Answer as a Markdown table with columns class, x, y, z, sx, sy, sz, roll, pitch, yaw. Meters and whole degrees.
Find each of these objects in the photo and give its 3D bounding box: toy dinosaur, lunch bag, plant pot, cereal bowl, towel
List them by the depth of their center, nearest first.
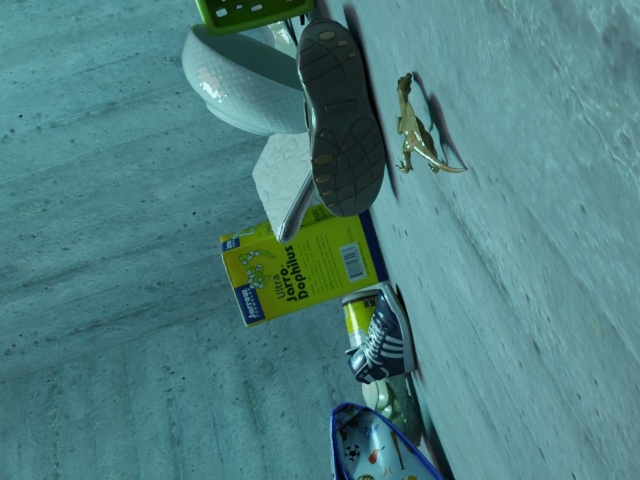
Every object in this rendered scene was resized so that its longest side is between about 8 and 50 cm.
| class | x | y | z | sx | sy | sz | roll | pitch | yaw |
| --- | --- | --- | --- | --- | --- | --- | --- | --- | --- |
| toy dinosaur | 0.116 | -0.118 | 1.028 | 0.093 | 0.053 | 0.183 | 78 | 174 | -53 |
| plant pot | -0.152 | -0.574 | 1.712 | 0.228 | 0.227 | 0.207 | 76 | -179 | -50 |
| cereal bowl | -0.138 | -0.316 | 1.806 | 0.141 | 0.339 | 0.339 | -64 | 22 | 20 |
| towel | -0.053 | -0.200 | 2.001 | 0.317 | 0.053 | 0.332 | -61 | 26 | 21 |
| lunch bag | 0.155 | 0.602 | 2.181 | 0.385 | 0.239 | 0.328 | 51 | 167 | 20 |

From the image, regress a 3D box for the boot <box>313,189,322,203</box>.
| class | x | y | z | sx | sy | sz | roll | pitch | yaw |
| --- | --- | --- | --- | --- | --- | --- | --- | --- | --- |
| boot | -0.014 | -0.153 | 2.378 | 0.208 | 0.076 | 0.189 | 29 | -164 | -4 |

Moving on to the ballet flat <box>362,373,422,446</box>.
| class | x | y | z | sx | sy | sz | roll | pitch | yaw |
| --- | --- | --- | --- | --- | --- | --- | --- | --- | --- |
| ballet flat | 0.172 | 0.439 | 2.340 | 0.147 | 0.147 | 0.409 | -113 | 6 | -60 |

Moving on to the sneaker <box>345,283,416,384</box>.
| class | x | y | z | sx | sy | sz | roll | pitch | yaw |
| --- | --- | --- | --- | --- | --- | --- | --- | --- | --- |
| sneaker | 0.128 | 0.228 | 1.989 | 0.099 | 0.153 | 0.282 | -112 | 5 | -47 |

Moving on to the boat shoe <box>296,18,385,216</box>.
| class | x | y | z | sx | sy | sz | roll | pitch | yaw |
| --- | --- | --- | --- | --- | --- | --- | --- | --- | --- |
| boat shoe | 0.037 | -0.211 | 1.480 | 0.130 | 0.132 | 0.355 | -94 | -2 | -59 |

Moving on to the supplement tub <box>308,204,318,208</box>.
| class | x | y | z | sx | sy | sz | roll | pitch | yaw |
| --- | --- | --- | --- | --- | --- | --- | --- | --- | --- |
| supplement tub | 0.000 | 0.000 | 2.650 | 0.316 | 0.193 | 0.194 | 86 | 166 | -82 |

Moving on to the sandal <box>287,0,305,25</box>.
| class | x | y | z | sx | sy | sz | roll | pitch | yaw |
| --- | --- | --- | --- | --- | --- | --- | --- | --- | --- |
| sandal | -0.072 | -0.568 | 1.939 | 0.067 | 0.040 | 0.179 | -119 | 11 | -75 |

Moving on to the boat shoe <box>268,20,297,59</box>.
| class | x | y | z | sx | sy | sz | roll | pitch | yaw |
| --- | --- | --- | --- | --- | --- | --- | --- | --- | --- |
| boat shoe | -0.092 | -0.566 | 2.396 | 0.065 | 0.075 | 0.206 | -51 | -49 | -39 |

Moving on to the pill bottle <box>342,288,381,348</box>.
| class | x | y | z | sx | sy | sz | roll | pitch | yaw |
| --- | --- | --- | --- | --- | --- | --- | --- | --- | --- |
| pill bottle | 0.130 | 0.236 | 2.166 | 0.117 | 0.117 | 0.215 | 85 | 174 | -78 |

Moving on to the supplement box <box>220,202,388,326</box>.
| class | x | y | z | sx | sy | sz | roll | pitch | yaw |
| --- | --- | --- | --- | --- | --- | --- | --- | --- | --- |
| supplement box | -0.044 | 0.042 | 2.087 | 0.194 | 0.356 | 0.195 | -121 | 12 | -76 |
